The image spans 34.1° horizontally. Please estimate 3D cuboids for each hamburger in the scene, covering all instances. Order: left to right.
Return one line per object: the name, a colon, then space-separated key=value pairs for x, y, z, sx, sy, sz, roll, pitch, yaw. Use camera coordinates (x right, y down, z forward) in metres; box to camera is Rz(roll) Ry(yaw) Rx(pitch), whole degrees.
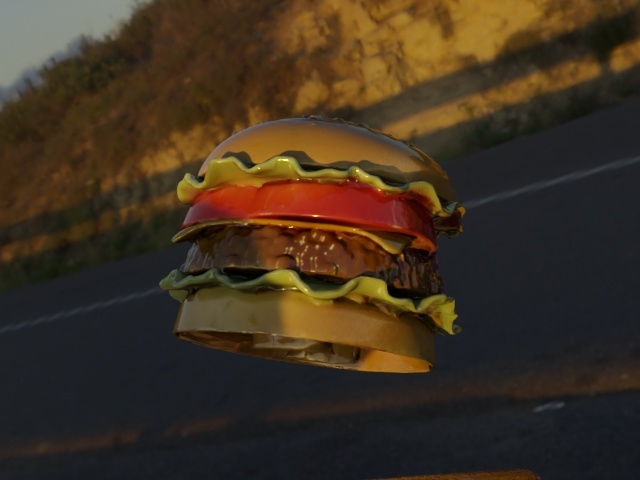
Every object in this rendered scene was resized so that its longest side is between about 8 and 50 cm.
hamburger: x=0.000 y=0.000 z=0.943 sx=0.274 sy=0.212 sz=0.274 roll=7 pitch=-11 yaw=1

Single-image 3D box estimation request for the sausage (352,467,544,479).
sausage: x=0.097 y=0.213 z=0.835 sx=0.053 sy=0.053 sz=0.347 roll=-15 pitch=-17 yaw=37
